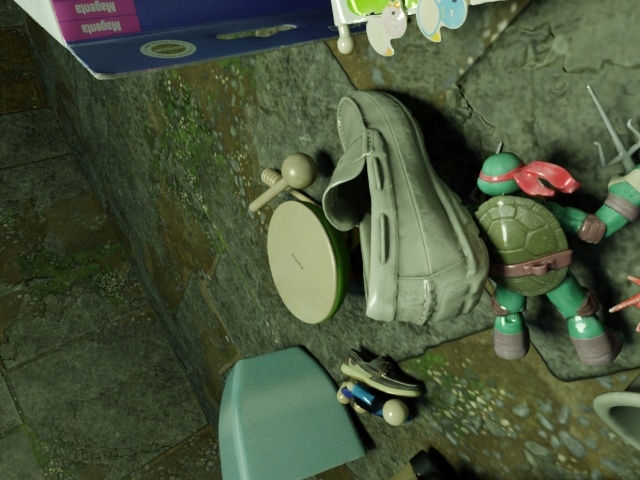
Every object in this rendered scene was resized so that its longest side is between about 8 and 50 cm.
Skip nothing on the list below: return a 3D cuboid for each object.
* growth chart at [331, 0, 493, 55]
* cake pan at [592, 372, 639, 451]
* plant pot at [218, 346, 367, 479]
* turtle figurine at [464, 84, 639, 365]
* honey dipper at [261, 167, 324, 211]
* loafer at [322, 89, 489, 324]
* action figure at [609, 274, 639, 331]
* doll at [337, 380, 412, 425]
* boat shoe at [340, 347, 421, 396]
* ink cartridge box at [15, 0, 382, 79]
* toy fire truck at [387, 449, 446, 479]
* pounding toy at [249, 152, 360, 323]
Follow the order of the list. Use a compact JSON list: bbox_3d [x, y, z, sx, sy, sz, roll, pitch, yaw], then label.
[{"bbox_3d":[0.073,-0.219,0.272,0.237,0.021,0.172,6,119,52],"label":"growth chart"},{"bbox_3d":[0.308,0.142,0.221,0.293,0.054,0.293,32,169,7],"label":"cake pan"},{"bbox_3d":[-0.091,0.375,0.932,0.248,0.247,0.252,-57,46,54],"label":"plant pot"},{"bbox_3d":[0.184,-0.001,0.388,0.175,0.118,0.234,7,122,54],"label":"turtle figurine"},{"bbox_3d":[-0.043,-0.079,0.740,0.160,0.030,0.030,36,138,36],"label":"honey dipper"},{"bbox_3d":[0.055,-0.058,0.445,0.319,0.111,0.112,-106,11,-46],"label":"loafer"},{"bbox_3d":[0.308,0.049,0.250,0.280,0.091,0.139,48,135,25],"label":"action figure"},{"bbox_3d":[0.093,0.268,0.719,0.129,0.046,0.189,30,161,-7],"label":"doll"},{"bbox_3d":[0.096,0.212,0.709,0.152,0.056,0.049,7,81,42],"label":"boat shoe"},{"bbox_3d":[-0.131,-0.279,0.457,0.330,0.324,0.071,39,141,36],"label":"ink cartridge box"},{"bbox_3d":[0.210,0.446,0.615,0.246,0.158,0.217,50,179,5],"label":"toy fire truck"},{"bbox_3d":[0.000,0.000,0.672,0.183,0.110,0.237,-42,65,52],"label":"pounding toy"}]
